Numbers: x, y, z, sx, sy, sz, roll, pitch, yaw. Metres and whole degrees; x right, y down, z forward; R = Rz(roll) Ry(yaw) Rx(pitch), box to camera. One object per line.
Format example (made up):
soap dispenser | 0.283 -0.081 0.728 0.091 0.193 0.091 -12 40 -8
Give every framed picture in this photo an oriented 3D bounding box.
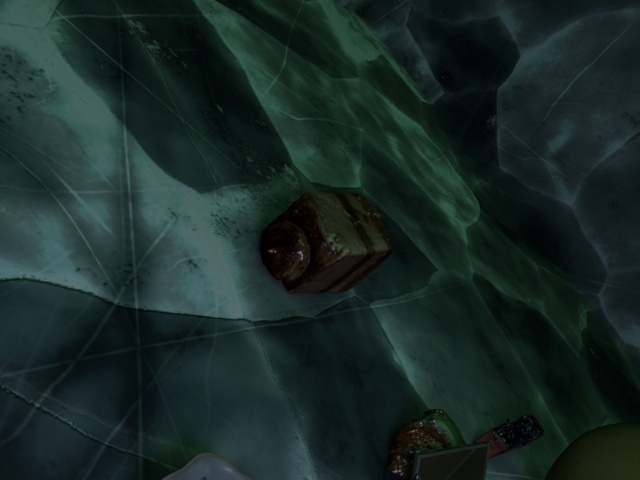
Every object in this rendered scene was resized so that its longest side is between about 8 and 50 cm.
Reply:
framed picture | 0.258 0.487 1.257 0.203 0.150 0.015 3 6 -34

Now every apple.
apple | 0.697 0.644 1.356 0.473 0.473 0.473 33 33 -25

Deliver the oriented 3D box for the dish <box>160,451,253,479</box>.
dish | -0.164 0.418 0.865 0.229 0.081 0.229 35 33 -28

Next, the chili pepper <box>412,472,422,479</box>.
chili pepper | 0.160 0.583 1.031 0.131 0.134 0.338 44 30 -37

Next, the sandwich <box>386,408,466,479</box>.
sandwich | 0.239 0.463 1.309 0.185 0.109 0.160 51 33 -5

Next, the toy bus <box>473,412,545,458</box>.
toy bus | 0.486 0.500 1.598 0.235 0.096 0.073 8 48 -48

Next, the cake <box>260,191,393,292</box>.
cake | 0.000 0.000 1.456 0.293 0.199 0.196 3 55 -50
